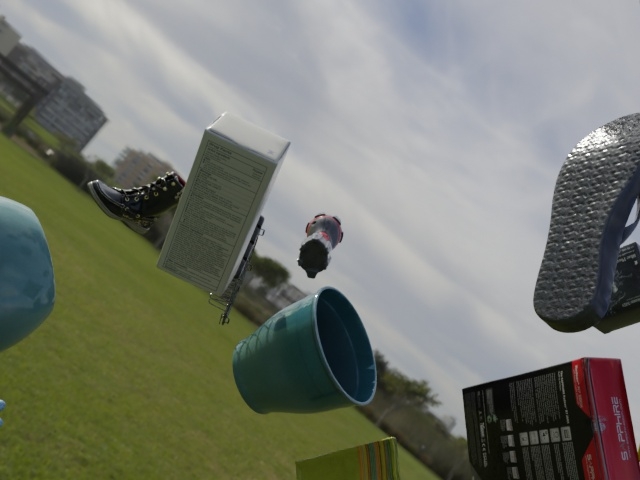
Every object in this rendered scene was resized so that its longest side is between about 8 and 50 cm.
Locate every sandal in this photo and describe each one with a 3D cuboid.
[{"bbox_3d":[0.284,-0.019,0.764,0.054,0.255,0.097,36,-20,-30],"label":"sandal"}]

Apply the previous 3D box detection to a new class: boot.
[{"bbox_3d":[-0.435,-0.119,1.802,0.085,0.178,0.236,61,8,30],"label":"boot"}]

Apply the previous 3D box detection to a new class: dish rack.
[{"bbox_3d":[-0.209,0.069,1.789,0.074,0.208,0.271,22,-40,-1],"label":"dish rack"}]

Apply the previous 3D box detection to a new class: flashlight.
[{"bbox_3d":[0.000,0.000,1.838,0.103,0.103,0.304,50,11,-4],"label":"flashlight"}]

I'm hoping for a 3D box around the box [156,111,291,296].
[{"bbox_3d":[-0.184,-0.066,1.395,0.148,0.311,0.121,27,28,-1],"label":"box"}]

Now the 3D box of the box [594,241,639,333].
[{"bbox_3d":[0.690,0.111,1.706,0.156,0.158,0.093,-28,-40,34],"label":"box"}]

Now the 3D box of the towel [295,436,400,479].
[{"bbox_3d":[0.052,0.473,1.505,0.021,0.237,0.102,40,37,-47],"label":"towel"}]

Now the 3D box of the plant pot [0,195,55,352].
[{"bbox_3d":[-0.549,0.055,1.127,0.235,0.293,0.293,-12,29,-36],"label":"plant pot"}]

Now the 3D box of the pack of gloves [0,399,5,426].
[{"bbox_3d":[-0.419,0.155,0.681,0.195,0.232,0.046,57,-12,31],"label":"pack of gloves"}]

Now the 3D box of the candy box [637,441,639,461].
[{"bbox_3d":[0.604,0.286,1.233,0.105,0.206,0.027,13,-3,36],"label":"candy box"}]

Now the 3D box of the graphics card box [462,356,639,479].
[{"bbox_3d":[0.400,0.356,1.336,0.094,0.233,0.371,5,-21,-23],"label":"graphics card box"}]

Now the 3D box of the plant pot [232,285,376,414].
[{"bbox_3d":[-0.049,0.272,1.672,0.272,0.255,0.272,49,29,-39],"label":"plant pot"}]
